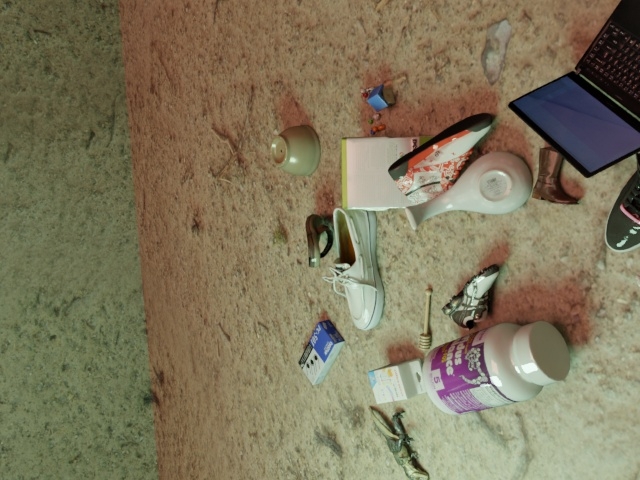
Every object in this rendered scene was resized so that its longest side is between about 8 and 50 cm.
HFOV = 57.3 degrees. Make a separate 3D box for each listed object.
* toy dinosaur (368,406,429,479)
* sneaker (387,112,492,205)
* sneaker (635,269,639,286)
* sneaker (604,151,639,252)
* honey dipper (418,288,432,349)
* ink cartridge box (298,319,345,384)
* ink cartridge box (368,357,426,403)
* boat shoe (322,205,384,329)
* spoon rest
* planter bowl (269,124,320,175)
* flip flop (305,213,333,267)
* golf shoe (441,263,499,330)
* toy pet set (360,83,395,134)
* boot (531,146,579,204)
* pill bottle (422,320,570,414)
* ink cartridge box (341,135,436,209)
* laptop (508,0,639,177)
[{"bbox_3d":[0.214,0.550,1.635,0.268,0.064,0.118,53,141,36],"label":"toy dinosaur"},{"bbox_3d":[0.306,-0.176,1.374,0.270,0.090,0.145,-29,107,26],"label":"sneaker"},{"bbox_3d":[0.629,0.105,1.019,0.071,0.068,0.170,-55,54,35],"label":"sneaker"},{"bbox_3d":[0.562,-0.094,1.001,0.104,0.147,0.296,51,133,33],"label":"sneaker"},{"bbox_3d":[0.274,0.203,1.519,0.030,0.030,0.161,11,102,51],"label":"honey dipper"},{"bbox_3d":[0.000,0.361,1.882,0.097,0.046,0.207,50,132,33],"label":"ink cartridge box"},{"bbox_3d":[0.215,0.376,1.574,0.143,0.090,0.092,-31,72,51],"label":"ink cartridge box"},{"bbox_3d":[0.080,0.079,1.639,0.136,0.156,0.367,7,101,52],"label":"boat shoe"},{"bbox_3d":[0.328,-0.103,1.304,0.276,0.084,0.137,-20,94,21],"label":"spoon rest"},{"bbox_3d":[-0.091,-0.281,1.833,0.162,0.109,0.162,11,104,51],"label":"planter bowl"},{"bbox_3d":[0.000,0.000,1.717,0.277,0.080,0.112,-93,-3,-72],"label":"flip flop"},{"bbox_3d":[0.370,0.133,1.359,0.094,0.077,0.198,50,140,20],"label":"golf shoe"},{"bbox_3d":[0.140,-0.357,1.560,0.114,0.065,0.122,-19,82,52],"label":"toy pet set"},{"bbox_3d":[0.484,-0.133,1.188,0.106,0.037,0.114,22,108,46],"label":"boot"},{"bbox_3d":[0.380,0.276,1.282,0.301,0.169,0.169,-36,68,48],"label":"pill bottle"},{"bbox_3d":[0.188,-0.175,1.522,0.255,0.097,0.189,1,99,17],"label":"ink cartridge box"},{"bbox_3d":[0.509,-0.281,1.025,0.234,0.136,0.264,59,137,36],"label":"laptop"}]
